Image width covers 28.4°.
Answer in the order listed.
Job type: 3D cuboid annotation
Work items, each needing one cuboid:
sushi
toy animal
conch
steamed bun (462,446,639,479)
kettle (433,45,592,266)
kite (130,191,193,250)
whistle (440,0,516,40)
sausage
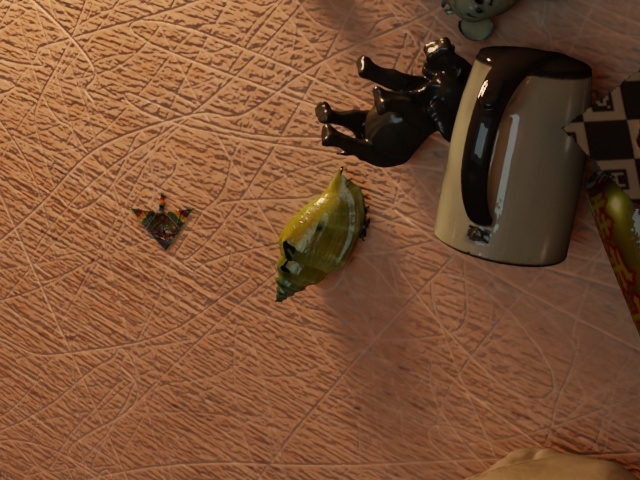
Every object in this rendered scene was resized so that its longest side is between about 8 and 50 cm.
[{"bbox_3d":[0.411,-0.090,1.373,0.231,0.219,0.047,49,163,15],"label":"sushi"},{"bbox_3d":[0.103,-0.173,1.558,0.245,0.146,0.114,-26,55,53],"label":"toy animal"},{"bbox_3d":[-0.003,0.002,1.711,0.095,0.079,0.201,43,113,-3],"label":"conch"},{"bbox_3d":[0.269,0.376,1.503,0.383,0.247,0.236,-6,94,36],"label":"steamed bun"},{"bbox_3d":[0.217,-0.101,1.449,0.161,0.221,0.236,19,111,27],"label":"kettle"},{"bbox_3d":[-0.238,-0.029,1.896,0.122,0.004,0.090,7,105,32],"label":"kite"},{"bbox_3d":[0.240,-0.319,1.477,0.235,0.077,0.114,-23,106,32],"label":"whistle"},{"bbox_3d":[0.382,0.010,1.422,0.317,0.117,0.125,68,160,5],"label":"sausage"}]
